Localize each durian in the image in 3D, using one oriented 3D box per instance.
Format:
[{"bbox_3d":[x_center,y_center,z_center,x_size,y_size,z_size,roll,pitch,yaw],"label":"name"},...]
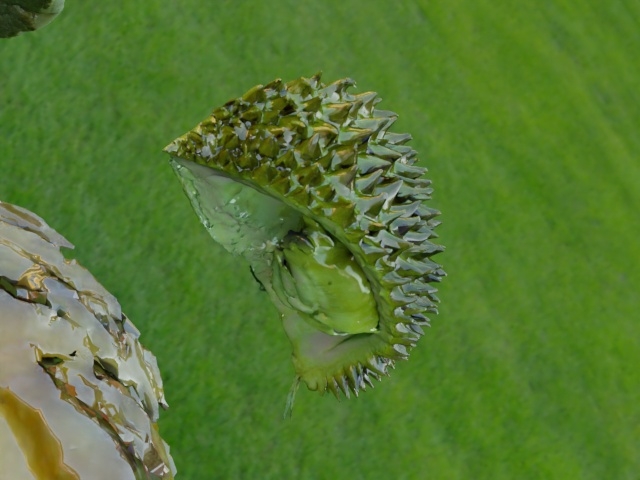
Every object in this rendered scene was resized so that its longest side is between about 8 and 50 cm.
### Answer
[{"bbox_3d":[0.009,0.002,0.959,0.355,0.170,0.157,69,19,-47],"label":"durian"}]

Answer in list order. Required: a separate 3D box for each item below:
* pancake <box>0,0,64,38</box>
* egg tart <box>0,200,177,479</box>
[{"bbox_3d":[-0.338,-0.255,1.065,0.254,0.254,0.037,30,67,-36],"label":"pancake"},{"bbox_3d":[-0.153,0.110,0.504,0.297,0.132,0.297,18,59,-32],"label":"egg tart"}]
